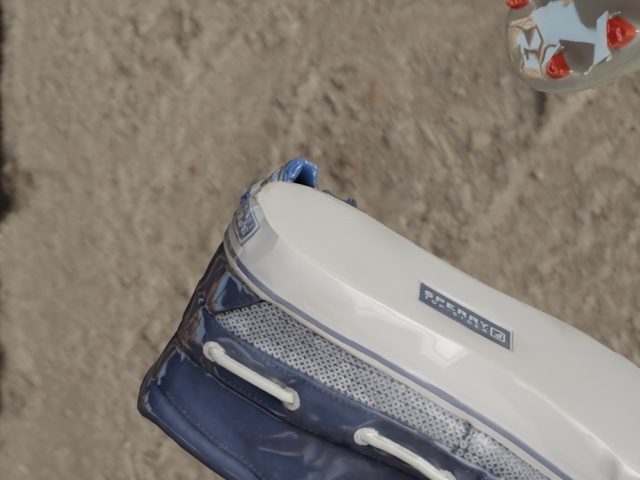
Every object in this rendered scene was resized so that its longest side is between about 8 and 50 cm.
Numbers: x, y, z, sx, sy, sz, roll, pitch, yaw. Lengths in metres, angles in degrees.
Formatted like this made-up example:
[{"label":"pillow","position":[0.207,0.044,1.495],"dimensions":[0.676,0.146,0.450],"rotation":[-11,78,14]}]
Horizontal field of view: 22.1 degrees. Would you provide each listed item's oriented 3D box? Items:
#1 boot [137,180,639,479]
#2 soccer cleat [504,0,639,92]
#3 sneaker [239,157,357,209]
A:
[{"label":"boot","position":[0.040,0.063,0.514],"dimensions":[0.190,0.069,0.086],"rotation":[32,116,-2]},{"label":"soccer cleat","position":[0.149,-0.120,0.617],"dimensions":[0.196,0.076,0.068],"rotation":[-44,63,38]},{"label":"sneaker","position":[0.000,0.000,0.984],"dimensions":[0.058,0.052,0.135],"rotation":[-45,53,16]}]
